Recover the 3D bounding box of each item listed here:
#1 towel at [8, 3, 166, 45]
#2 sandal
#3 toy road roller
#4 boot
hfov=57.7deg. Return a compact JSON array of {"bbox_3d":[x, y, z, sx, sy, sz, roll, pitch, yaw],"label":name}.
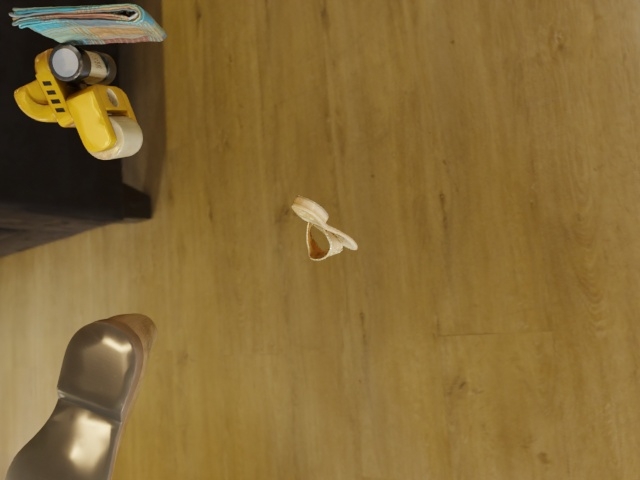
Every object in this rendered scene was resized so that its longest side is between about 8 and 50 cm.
[{"bbox_3d":[-0.520,-0.498,1.369,0.370,0.271,0.040,-121,27,-77],"label":"towel"},{"bbox_3d":[-0.005,-0.002,1.137,0.088,0.240,0.079,22,79,30],"label":"sandal"},{"bbox_3d":[-0.666,-0.359,1.589,0.240,0.202,0.330,-21,98,10],"label":"toy road roller"},{"bbox_3d":[-0.268,0.225,0.677,0.112,0.115,0.306,26,97,2],"label":"boot"}]
